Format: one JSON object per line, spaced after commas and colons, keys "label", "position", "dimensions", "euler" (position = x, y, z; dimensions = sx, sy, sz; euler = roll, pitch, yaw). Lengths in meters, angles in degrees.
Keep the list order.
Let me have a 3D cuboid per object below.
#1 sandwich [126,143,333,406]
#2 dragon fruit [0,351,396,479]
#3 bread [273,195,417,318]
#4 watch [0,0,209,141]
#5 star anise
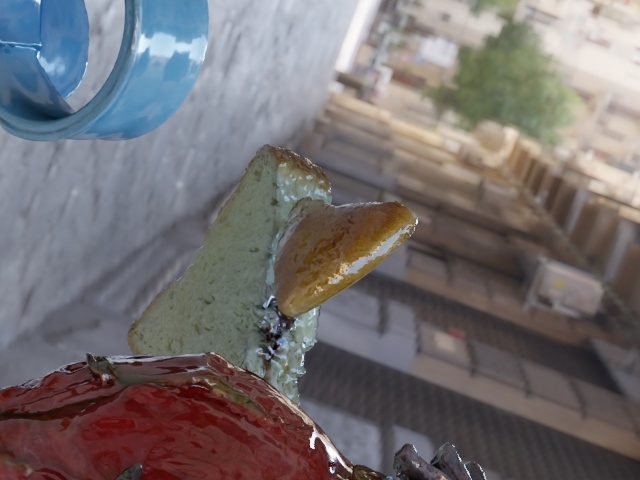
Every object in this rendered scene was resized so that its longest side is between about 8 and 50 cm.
{"label": "sandwich", "position": [-0.065, 0.072, 1.463], "dimensions": [0.288, 0.099, 0.254], "euler": [-54, -147, 10]}
{"label": "dragon fruit", "position": [-0.089, 0.166, 0.678], "dimensions": [0.244, 0.299, 0.244], "euler": [-28, -133, 34]}
{"label": "bread", "position": [-0.002, 0.016, 1.348], "dimensions": [0.154, 0.054, 0.136], "euler": [0, -133, 46]}
{"label": "watch", "position": [-0.180, -0.165, 1.009], "dimensions": [0.211, 0.193, 0.211], "euler": [-21, 114, -59]}
{"label": "star anise", "position": [0.121, 0.295, 1.403], "dimensions": [0.110, 0.198, 0.257], "euler": [-40, 154, 30]}
